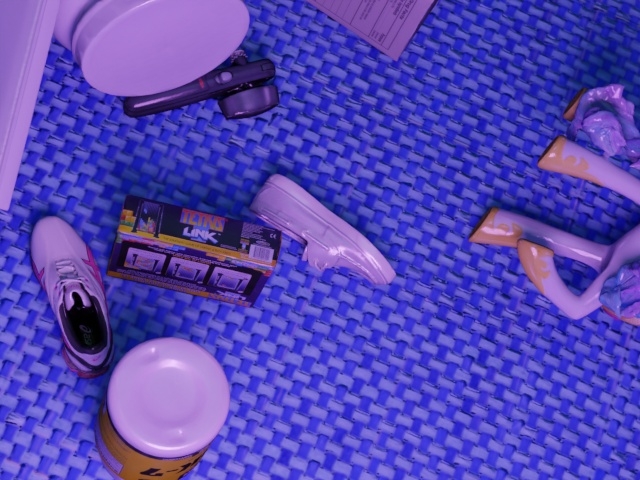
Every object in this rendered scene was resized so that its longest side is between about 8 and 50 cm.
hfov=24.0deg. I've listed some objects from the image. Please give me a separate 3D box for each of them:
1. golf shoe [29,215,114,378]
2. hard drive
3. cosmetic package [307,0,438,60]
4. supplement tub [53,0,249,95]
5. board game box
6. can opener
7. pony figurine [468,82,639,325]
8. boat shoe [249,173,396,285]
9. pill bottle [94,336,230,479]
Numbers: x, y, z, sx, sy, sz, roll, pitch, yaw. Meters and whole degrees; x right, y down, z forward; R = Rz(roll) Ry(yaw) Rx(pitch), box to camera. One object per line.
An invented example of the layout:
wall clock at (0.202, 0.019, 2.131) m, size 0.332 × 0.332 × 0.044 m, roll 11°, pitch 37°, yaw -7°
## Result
golf shoe at (-0.261, 0.051, 1.606) m, size 0.067 × 0.086 × 0.186 m, roll -18°, pitch 73°, yaw -18°
hard drive at (-0.373, -0.200, 1.582) m, size 0.203 × 0.040 × 0.307 m, roll 13°, pitch 87°, yaw 32°
cosmetic package at (0.011, -0.370, 1.797) m, size 0.309 × 0.160 × 0.113 m, roll 34°, pitch 65°, yaw -1°
supplement tub at (-0.222, -0.343, 1.674) m, size 0.228 × 0.228 × 0.316 m, roll -16°, pitch 67°, yaw -19°
board game box at (-0.138, 0.014, 1.620) m, size 0.170 × 0.141 × 0.048 m, roll 14°, pitch 68°, yaw -9°
can opener at (-0.137, -0.174, 1.738) m, size 0.186 × 0.059 × 0.073 m, roll -11°, pitch 73°, yaw -18°
pony figurine at (0.409, -0.012, 1.727) m, size 0.363 × 0.303 × 0.351 m, roll 36°, pitch 97°, yaw -2°
boat shoe at (0.000, 0.000, 1.706) m, size 0.184 × 0.066 × 0.063 m, roll 39°, pitch 79°, yaw 0°
pill bottle at (-0.165, 0.181, 1.512) m, size 0.119 × 0.208 × 0.119 m, roll 5°, pitch 68°, yaw -12°
